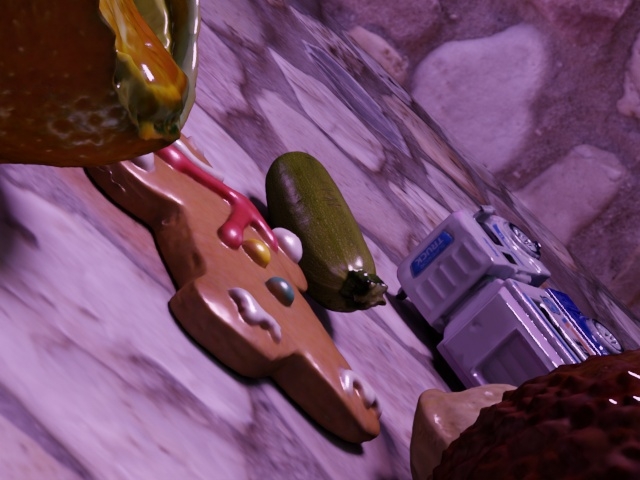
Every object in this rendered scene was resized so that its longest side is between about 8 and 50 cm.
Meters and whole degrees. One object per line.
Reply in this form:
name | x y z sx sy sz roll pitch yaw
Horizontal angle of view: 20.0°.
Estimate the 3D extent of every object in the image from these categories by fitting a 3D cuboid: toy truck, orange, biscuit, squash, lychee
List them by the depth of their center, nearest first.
lychee | 0.162 0.179 0.969 0.260 0.260 0.260 43 11 -11
orange | -0.204 -0.172 1.009 0.334 0.196 0.262 38 27 -15
biscuit | -0.072 -0.007 1.279 0.216 0.047 0.340 38 14 -39
squash | 0.000 0.000 1.462 0.066 0.066 0.252 39 13 -28
toy truck | 0.176 0.092 1.637 0.268 0.124 0.155 53 18 28

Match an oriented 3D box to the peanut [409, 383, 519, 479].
peanut | 0.170 0.193 1.265 0.298 0.120 0.136 37 9 -28
